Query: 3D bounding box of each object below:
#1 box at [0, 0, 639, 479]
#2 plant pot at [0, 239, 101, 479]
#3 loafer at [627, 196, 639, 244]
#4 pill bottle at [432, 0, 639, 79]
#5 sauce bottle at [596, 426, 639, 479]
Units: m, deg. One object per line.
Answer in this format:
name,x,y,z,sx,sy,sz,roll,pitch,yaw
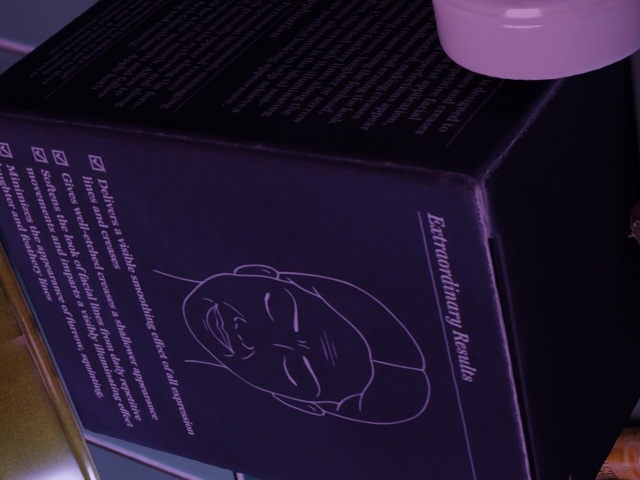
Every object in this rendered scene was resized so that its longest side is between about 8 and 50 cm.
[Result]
box,0.000,0.000,0.937,0.395,0.212,0.293,10,131,32
plant pot,-0.411,0.128,1.144,0.366,0.353,0.366,59,164,28
loafer,0.286,0.048,0.867,0.251,0.094,0.087,55,149,-8
pill bottle,0.101,-0.240,0.680,0.169,0.169,0.301,11,132,30
sauce bottle,0.210,0.165,1.054,0.128,0.042,0.042,-11,118,43
